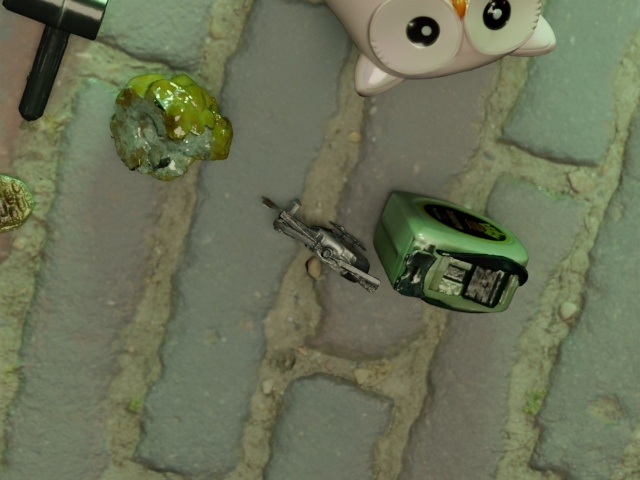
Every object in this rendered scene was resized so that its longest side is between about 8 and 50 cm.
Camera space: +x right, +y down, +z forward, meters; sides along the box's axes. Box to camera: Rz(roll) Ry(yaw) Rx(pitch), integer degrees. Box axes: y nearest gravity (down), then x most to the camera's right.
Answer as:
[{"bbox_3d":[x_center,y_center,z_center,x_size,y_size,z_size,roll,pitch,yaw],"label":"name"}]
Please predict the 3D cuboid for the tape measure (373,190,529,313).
[{"bbox_3d":[0.178,0.033,1.766,0.207,0.235,0.115,19,106,-13],"label":"tape measure"}]

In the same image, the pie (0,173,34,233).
[{"bbox_3d":[-0.419,-0.047,1.771,0.084,0.020,0.084,-2,108,-7],"label":"pie"}]

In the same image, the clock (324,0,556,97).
[{"bbox_3d":[0.123,-0.385,1.624,0.368,0.250,0.376,-14,102,-4],"label":"clock"}]

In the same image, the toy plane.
[{"bbox_3d":[0.000,-0.001,1.817,0.197,0.078,0.053,39,101,-2],"label":"toy plane"}]

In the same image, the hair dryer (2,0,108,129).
[{"bbox_3d":[-0.354,-0.240,1.704,0.124,0.071,0.219,17,113,-11],"label":"hair dryer"}]

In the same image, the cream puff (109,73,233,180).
[{"bbox_3d":[-0.188,-0.148,1.729,0.156,0.156,0.121,-15,66,-3],"label":"cream puff"}]
